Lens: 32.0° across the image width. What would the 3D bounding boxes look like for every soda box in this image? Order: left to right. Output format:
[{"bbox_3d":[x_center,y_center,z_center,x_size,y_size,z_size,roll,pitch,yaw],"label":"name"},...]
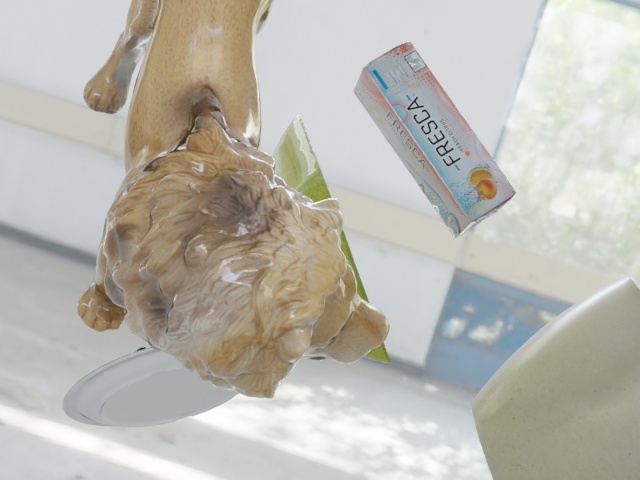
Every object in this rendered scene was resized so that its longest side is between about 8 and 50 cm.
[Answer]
[{"bbox_3d":[0.107,-0.097,1.072,0.183,0.058,0.063,57,-14,9],"label":"soda box"}]

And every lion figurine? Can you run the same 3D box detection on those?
[{"bbox_3d":[-0.073,-0.083,0.685,0.142,0.392,0.240,-1,-23,-22],"label":"lion figurine"}]

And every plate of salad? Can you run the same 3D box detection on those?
[{"bbox_3d":[-0.143,0.126,1.047,0.200,0.200,0.048,11,53,-47],"label":"plate of salad"}]

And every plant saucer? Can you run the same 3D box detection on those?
[{"bbox_3d":[0.000,0.000,1.005,0.045,0.188,0.188,-20,22,1],"label":"plant saucer"}]

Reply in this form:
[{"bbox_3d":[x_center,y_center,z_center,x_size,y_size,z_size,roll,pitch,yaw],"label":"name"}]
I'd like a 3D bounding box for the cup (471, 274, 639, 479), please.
[{"bbox_3d":[0.321,0.235,1.347,0.237,0.331,0.331,-20,1,9],"label":"cup"}]
